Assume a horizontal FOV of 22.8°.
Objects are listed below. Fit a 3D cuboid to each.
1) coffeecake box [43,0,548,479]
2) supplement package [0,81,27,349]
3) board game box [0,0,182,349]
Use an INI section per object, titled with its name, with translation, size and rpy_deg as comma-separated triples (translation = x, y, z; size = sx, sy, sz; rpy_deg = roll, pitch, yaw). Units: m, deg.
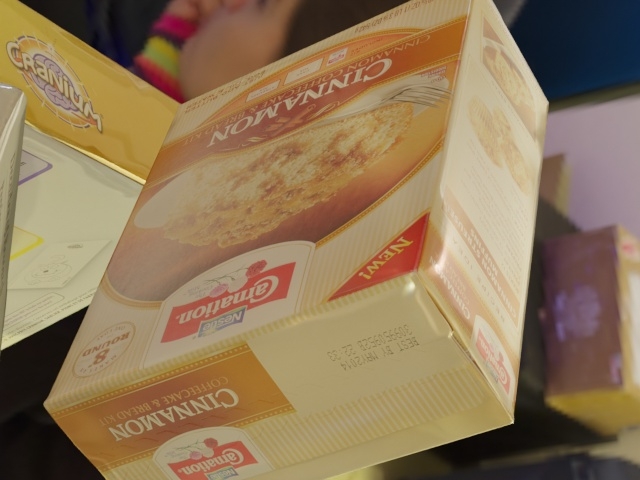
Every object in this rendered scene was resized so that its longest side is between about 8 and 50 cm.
[coffeecake box]
translation = 0.000, 0.000, 0.570
size = 0.068, 0.142, 0.185
rpy_deg = 55, 29, -27
[supplement package]
translation = -0.191, 0.075, 0.362
size = 0.262, 0.204, 0.145
rpy_deg = 107, -4, -49
[board game box]
translation = -0.217, -0.023, 0.636
size = 0.316, 0.242, 0.064
rpy_deg = 31, 37, -58
